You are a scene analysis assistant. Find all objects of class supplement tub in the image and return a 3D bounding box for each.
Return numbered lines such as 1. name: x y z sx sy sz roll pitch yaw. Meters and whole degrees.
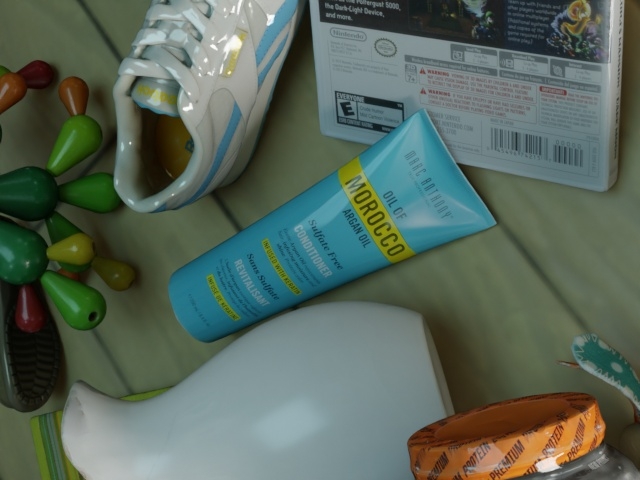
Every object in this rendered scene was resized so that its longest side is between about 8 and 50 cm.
1. supplement tub: 0.107 0.174 0.597 0.117 0.117 0.190 -14 91 31

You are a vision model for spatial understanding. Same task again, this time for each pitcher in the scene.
1. pitcher: -0.021 0.132 0.742 0.207 0.125 0.178 -17 114 7

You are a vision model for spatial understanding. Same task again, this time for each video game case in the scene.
1. video game case: 0.076 -0.124 0.711 0.190 0.022 0.173 15 125 31

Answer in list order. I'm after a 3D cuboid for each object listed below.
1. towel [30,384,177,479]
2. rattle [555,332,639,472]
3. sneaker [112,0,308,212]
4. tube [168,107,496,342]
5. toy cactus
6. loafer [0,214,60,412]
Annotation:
1. towel: -0.095 0.149 0.858 0.237 0.021 0.102 -15 87 30
2. rattle: 0.216 0.121 0.641 0.142 0.130 0.200 -25 47 15
3. sneaker: -0.070 -0.119 0.767 0.087 0.092 0.229 22 120 18
4. tube: 0.000 0.000 0.785 0.207 0.052 0.080 -28 105 26
5. toy cactus: -0.221 -0.030 0.853 0.112 0.180 0.219 -37 64 47
6. loafer: -0.228 0.056 0.921 0.050 0.056 0.148 -25 66 29
